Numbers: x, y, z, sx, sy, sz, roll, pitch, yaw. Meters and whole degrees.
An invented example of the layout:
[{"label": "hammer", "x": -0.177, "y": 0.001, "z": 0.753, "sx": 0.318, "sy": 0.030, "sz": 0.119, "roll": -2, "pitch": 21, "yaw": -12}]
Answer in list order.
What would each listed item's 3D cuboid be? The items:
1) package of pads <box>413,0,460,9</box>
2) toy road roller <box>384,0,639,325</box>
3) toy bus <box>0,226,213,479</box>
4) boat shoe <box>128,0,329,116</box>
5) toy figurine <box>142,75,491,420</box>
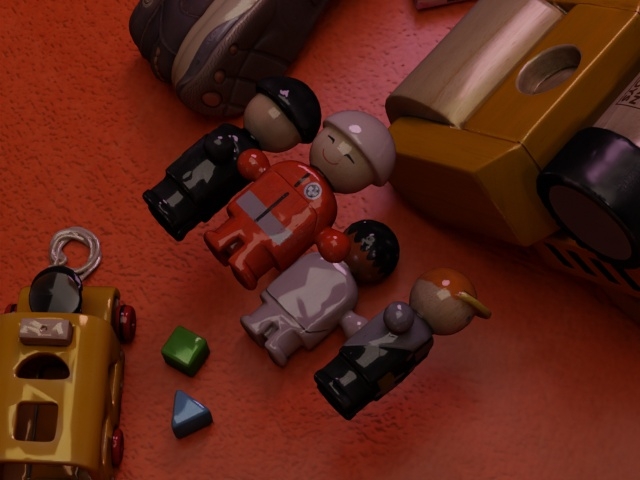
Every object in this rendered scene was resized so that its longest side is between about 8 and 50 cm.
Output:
[{"label": "package of pads", "x": 0.113, "y": -0.223, "z": 1.503, "sx": 0.083, "sy": 0.032, "sz": 0.050, "roll": -12, "pitch": 63, "yaw": -2}, {"label": "toy road roller", "x": 0.224, "y": -0.047, "z": 1.355, "sx": 0.202, "sy": 0.240, "sz": 0.329, "roll": -47, "pitch": 34, "yaw": -15}, {"label": "toy bus", "x": -0.195, "y": 0.089, "z": 1.344, "sx": 0.191, "sy": 0.104, "sz": 0.202, "roll": -42, "pitch": 70, "yaw": -14}, {"label": "boat shoe", "x": -0.023, "y": -0.266, "z": 1.465, "sx": 0.130, "sy": 0.132, "sz": 0.355, "roll": 37, "pitch": 79, "yaw": 24}, {"label": "toy figurine", "x": 0.000, "y": 0.000, "z": 1.306, "sx": 0.148, "sy": 0.213, "sz": 0.209, "roll": -42, "pitch": 114, "yaw": -10}]
